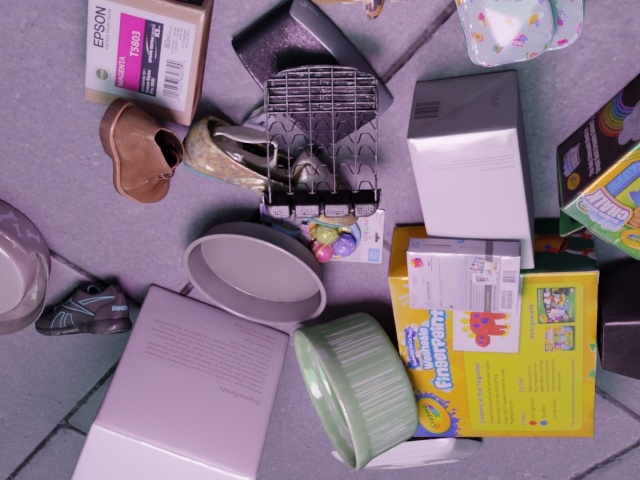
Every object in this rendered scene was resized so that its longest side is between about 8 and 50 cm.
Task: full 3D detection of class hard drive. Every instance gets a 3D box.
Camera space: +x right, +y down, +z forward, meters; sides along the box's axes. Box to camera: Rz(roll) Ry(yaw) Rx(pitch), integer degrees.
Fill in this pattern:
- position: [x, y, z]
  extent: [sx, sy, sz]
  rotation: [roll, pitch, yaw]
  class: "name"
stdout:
- position: [-0.015, -0.274, 1.633]
  extent: [0.172, 0.054, 0.254]
  rotation: [-29, 119, 30]
  class: "hard drive"

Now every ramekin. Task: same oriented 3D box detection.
- position: [0.073, 0.290, 1.937]
  extent: [0.148, 0.303, 0.303]
  rotation: [-22, 130, -13]
  class: "ramekin"

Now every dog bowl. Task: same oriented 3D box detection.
- position: [-0.720, 0.043, 2.006]
  extent: [0.349, 0.102, 0.348]
  rotation: [5, 131, 6]
  class: "dog bowl"

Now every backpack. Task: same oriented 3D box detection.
- position: [0.301, -0.353, 1.450]
  extent: [0.188, 0.144, 0.165]
  rotation: [-11, 122, 15]
  class: "backpack"

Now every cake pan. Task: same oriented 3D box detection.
- position: [-0.124, 0.063, 1.902]
  extent: [0.293, 0.054, 0.293]
  rotation: [12, 144, 9]
  class: "cake pan"

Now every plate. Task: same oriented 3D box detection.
- position: [0.196, 0.473, 2.138]
  extent: [0.277, 0.045, 0.278]
  rotation: [-10, 163, 20]
  class: "plate"

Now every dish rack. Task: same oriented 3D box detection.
- position: [0.002, -0.161, 1.617]
  extent: [0.208, 0.074, 0.271]
  rotation: [-1, 113, -1]
  class: "dish rack"

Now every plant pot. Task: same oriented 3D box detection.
- position: [0.594, 0.148, 1.784]
  extent: [0.167, 0.187, 0.188]
  rotation: [-4, 129, 10]
  class: "plant pot"

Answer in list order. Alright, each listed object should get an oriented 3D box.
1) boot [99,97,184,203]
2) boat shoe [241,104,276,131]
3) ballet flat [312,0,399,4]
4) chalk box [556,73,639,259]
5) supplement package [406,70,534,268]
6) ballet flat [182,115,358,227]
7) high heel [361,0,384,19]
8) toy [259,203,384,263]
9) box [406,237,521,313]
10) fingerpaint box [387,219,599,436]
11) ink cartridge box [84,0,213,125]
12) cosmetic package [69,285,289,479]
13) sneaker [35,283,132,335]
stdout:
- position: [-0.295, -0.130, 1.705]
  extent: [0.115, 0.112, 0.305]
  rotation: [23, 161, 10]
  class: "boot"
- position: [-0.106, -0.218, 1.711]
  extent: [0.035, 0.035, 0.100]
  rotation: [25, 156, -22]
  class: "boat shoe"
- position: [0.086, -0.403, 1.506]
  extent: [0.232, 0.080, 0.073]
  rotation: [3, 158, 12]
  class: "ballet flat"
- position: [0.510, -0.105, 1.597]
  extent: [0.179, 0.180, 0.289]
  rotation: [31, 130, -15]
  class: "chalk box"
- position: [0.261, -0.108, 1.640]
  extent: [0.175, 0.177, 0.293]
  rotation: [-5, 129, 15]
  class: "supplement package"
- position: [-0.074, -0.126, 1.725]
  extent: [0.349, 0.123, 0.123]
  rotation: [21, 131, -11]
  class: "ballet flat"
- position: [0.149, -0.444, 1.392]
  extent: [0.186, 0.093, 0.261]
  rotation: [8, 106, 11]
  class: "high heel"
- position: [0.000, 0.000, 1.863]
  extent: [0.237, 0.056, 0.136]
  rotation: [6, 132, 6]
  class: "toy"
- position: [0.243, 0.061, 1.649]
  extent: [0.186, 0.038, 0.145]
  rotation: [1, 135, 10]
  class: "box"
- position: [0.340, 0.179, 1.881]
  extent: [0.371, 0.163, 0.444]
  rotation: [-3, 129, 12]
  class: "fingerpaint box"
- position: [-0.288, -0.325, 1.619]
  extent: [0.193, 0.088, 0.234]
  rotation: [13, 132, -2]
  class: "ink cartridge box"
- position: [-0.293, 0.374, 2.014]
  extent: [0.328, 0.393, 0.329]
  rotation: [22, 130, -8]
  class: "cosmetic package"
- position: [-0.506, 0.150, 2.076]
  extent: [0.267, 0.101, 0.106]
  rotation: [-6, 88, 32]
  class: "sneaker"
